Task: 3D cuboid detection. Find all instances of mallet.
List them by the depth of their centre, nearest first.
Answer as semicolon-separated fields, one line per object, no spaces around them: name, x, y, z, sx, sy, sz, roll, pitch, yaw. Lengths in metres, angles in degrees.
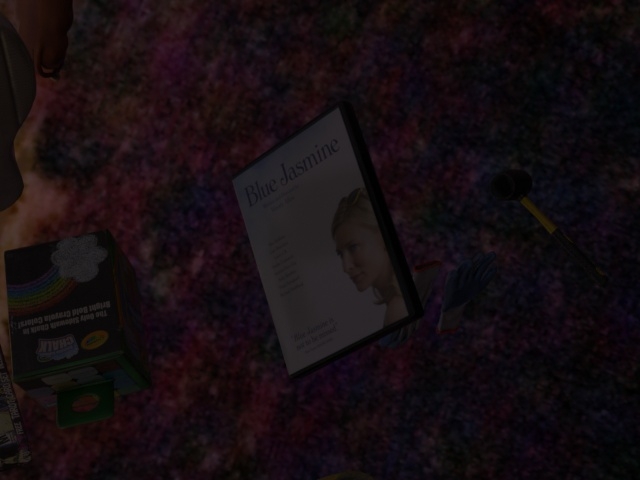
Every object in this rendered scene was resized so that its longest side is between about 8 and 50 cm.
mallet;0.291;-0.018;1.242;0.039;0.190;0.062;-50;-13;29

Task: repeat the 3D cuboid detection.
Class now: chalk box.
chalk box;-0.383;0.160;1.585;0.179;0.180;0.289;77;180;-65

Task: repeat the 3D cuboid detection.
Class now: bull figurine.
bull figurine;-0.477;-0.417;1.740;0.188;0.101;0.310;121;156;-69

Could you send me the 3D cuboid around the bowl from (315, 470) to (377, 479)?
bowl;-0.015;0.422;1.162;0.156;0.289;0.289;-12;54;29

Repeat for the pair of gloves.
pair of gloves;0.162;0.085;1.387;0.023;0.198;0.159;49;135;35

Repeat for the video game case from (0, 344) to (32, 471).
video game case;-0.489;0.213;1.237;0.232;0.210;0.042;-126;32;-46

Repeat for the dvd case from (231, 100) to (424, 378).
dvd case;0.000;0.000;1.070;0.180;0.022;0.253;-31;66;34

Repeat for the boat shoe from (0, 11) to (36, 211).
boat shoe;-0.332;-0.125;0.878;0.119;0.121;0.335;59;153;11
